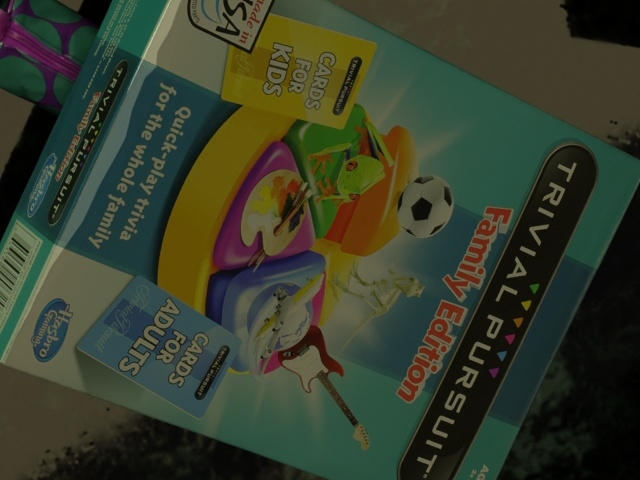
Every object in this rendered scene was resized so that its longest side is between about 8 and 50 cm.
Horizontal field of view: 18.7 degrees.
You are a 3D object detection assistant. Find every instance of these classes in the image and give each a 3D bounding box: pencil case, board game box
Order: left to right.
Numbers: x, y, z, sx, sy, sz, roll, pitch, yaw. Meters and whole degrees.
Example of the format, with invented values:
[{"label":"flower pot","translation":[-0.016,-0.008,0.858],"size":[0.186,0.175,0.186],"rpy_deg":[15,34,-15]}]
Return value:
[{"label":"pencil case","translation":[-0.129,-0.092,1.146],"size":[0.152,0.070,0.064],"rpy_deg":[28,93,-13]},{"label":"board game box","translation":[0.000,0.000,1.133],"size":[0.336,0.079,0.253],"rpy_deg":[23,94,-30]}]
